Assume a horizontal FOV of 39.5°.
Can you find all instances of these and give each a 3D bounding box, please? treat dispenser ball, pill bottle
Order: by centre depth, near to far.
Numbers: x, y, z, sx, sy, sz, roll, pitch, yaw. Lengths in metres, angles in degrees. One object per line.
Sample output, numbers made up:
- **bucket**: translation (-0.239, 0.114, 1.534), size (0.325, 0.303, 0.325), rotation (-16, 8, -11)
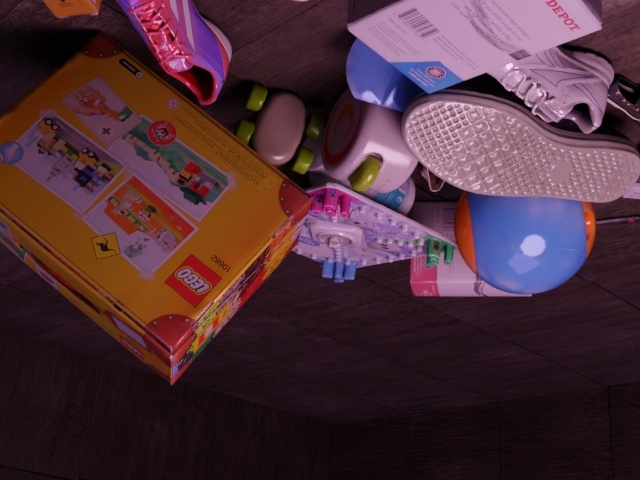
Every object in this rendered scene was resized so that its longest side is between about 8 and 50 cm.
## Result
- **treat dispenser ball**: translation (0.421, -0.032, 1.841), size (0.288, 0.288, 0.288), rotation (4, 156, 2)
- **pill bottle**: translation (0.073, -0.134, 1.852), size (0.146, 0.146, 0.264), rotation (-14, 150, 36)

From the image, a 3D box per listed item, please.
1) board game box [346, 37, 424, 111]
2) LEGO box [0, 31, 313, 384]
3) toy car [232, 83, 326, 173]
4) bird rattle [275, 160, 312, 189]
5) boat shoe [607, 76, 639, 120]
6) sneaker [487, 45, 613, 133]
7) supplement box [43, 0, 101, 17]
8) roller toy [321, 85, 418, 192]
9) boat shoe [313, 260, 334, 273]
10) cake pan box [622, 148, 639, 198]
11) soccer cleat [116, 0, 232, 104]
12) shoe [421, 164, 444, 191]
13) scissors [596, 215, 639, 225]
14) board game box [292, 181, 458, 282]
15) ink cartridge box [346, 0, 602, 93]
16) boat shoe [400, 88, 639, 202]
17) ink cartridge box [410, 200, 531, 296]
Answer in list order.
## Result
- **board game box**: translation (0.123, -0.300, 1.543), size (0.168, 0.133, 0.033), rotation (13, -162, -15)
- **LEGO box**: translation (-0.325, -0.061, 1.552), size (0.500, 0.372, 0.193), rotation (39, 156, 7)
- **toy car**: translation (-0.101, -0.202, 1.757), size (0.155, 0.149, 0.188), rotation (23, 164, -14)
- **bird rattle**: translation (-0.088, -0.134, 1.972), size (0.207, 0.143, 0.253), rotation (29, 162, -22)
- **boat shoe**: translation (0.568, -0.254, 1.607), size (0.133, 0.049, 0.042), rotation (21, 160, -24)
- **sneaker**: translation (0.374, -0.274, 1.498), size (0.297, 0.129, 0.111), rotation (15, 156, -20)
- **supplement box**: translation (-0.412, -0.436, 1.338), size (0.078, 0.080, 0.233), rotation (-1, 154, 14)
- **roller toy**: translation (0.104, -0.193, 1.659), size (0.146, 0.209, 0.191), rotation (16, -173, -24)
- **boat shoe**: translation (0.000, 0.000, 2.219), size (0.096, 0.117, 0.324), rotation (-1, 152, 24)
- **cake pan box**: translation (0.762, -0.155, 1.779), size (0.266, 0.070, 0.246), rotation (6, 154, -2)
- **soccer cleat**: translation (-0.250, -0.346, 1.461), size (0.108, 0.116, 0.318), rotation (-7, 154, 25)
- **shoe**: translation (0.257, -0.171, 1.842), size (0.076, 0.058, 0.219), rotation (6, 157, -3)
- **scissors**: translation (0.744, -0.055, 2.074), size (0.297, 0.021, 0.109), rotation (1, 159, 10)
- **board game box**: translation (0.033, -0.002, 1.943), size (0.390, 0.050, 0.390), rotation (24, 157, -37)
- **ink cartridge box**: translation (0.227, -0.363, 1.318), size (0.307, 0.129, 0.223), rotation (-15, 149, 38)
- **boat shoe**: translation (0.358, -0.186, 1.628), size (0.500, 0.156, 0.187), rotation (7, 128, -24)
- **ink cartridge box**: translation (0.355, 0.022, 2.079), size (0.283, 0.207, 0.117), rotation (0, 157, 11)
